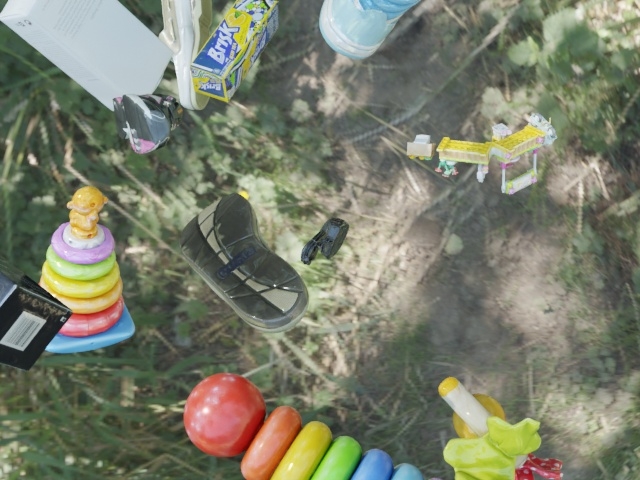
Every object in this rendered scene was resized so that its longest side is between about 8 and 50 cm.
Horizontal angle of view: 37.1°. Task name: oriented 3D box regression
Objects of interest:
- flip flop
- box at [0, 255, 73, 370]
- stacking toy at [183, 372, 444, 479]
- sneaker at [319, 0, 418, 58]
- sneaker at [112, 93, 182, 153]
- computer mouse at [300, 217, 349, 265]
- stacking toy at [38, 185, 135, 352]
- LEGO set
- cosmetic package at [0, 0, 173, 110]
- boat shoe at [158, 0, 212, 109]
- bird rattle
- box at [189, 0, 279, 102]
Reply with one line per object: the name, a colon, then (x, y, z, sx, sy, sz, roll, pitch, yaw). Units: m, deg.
flip flop: (-0.093, 0.034, 1.216, 0.112, 0.080, 0.277, -37, 45, -8)
box: (-0.391, 0.059, 1.076, 0.158, 0.156, 0.093, 35, 82, 16)
stacking toy: (0.003, 0.247, 1.010, 0.330, 0.141, 0.141, 33, 96, 6)
sneaker: (0.115, -0.421, 1.319, 0.208, 0.127, 0.319, -31, 42, 59)
sneaker: (-0.206, -0.157, 1.182, 0.178, 0.077, 0.072, -142, 42, -62)
computer mouse: (0.000, 0.000, 1.649, 0.041, 0.242, 0.071, 26, 103, 11)
stacking toy: (-0.411, 0.031, 1.637, 0.166, 0.175, 0.302, 52, 140, 41)
LEGO set: (0.310, -0.149, 1.790, 0.287, 0.107, 0.132, -12, 35, -7)
cosmetic package: (-0.339, -0.300, 1.402, 0.085, 0.231, 0.117, 7, 64, 43)
boat shoe: (-0.297, -0.428, 2.093, 0.103, 0.113, 0.302, -3, 78, 12)
bird rattle: (0.270, 0.291, 1.447, 0.143, 0.253, 0.207, -46, 60, 10)
box: (-0.122, -0.281, 1.373, 0.059, 0.054, 0.169, 20, 58, 15)
